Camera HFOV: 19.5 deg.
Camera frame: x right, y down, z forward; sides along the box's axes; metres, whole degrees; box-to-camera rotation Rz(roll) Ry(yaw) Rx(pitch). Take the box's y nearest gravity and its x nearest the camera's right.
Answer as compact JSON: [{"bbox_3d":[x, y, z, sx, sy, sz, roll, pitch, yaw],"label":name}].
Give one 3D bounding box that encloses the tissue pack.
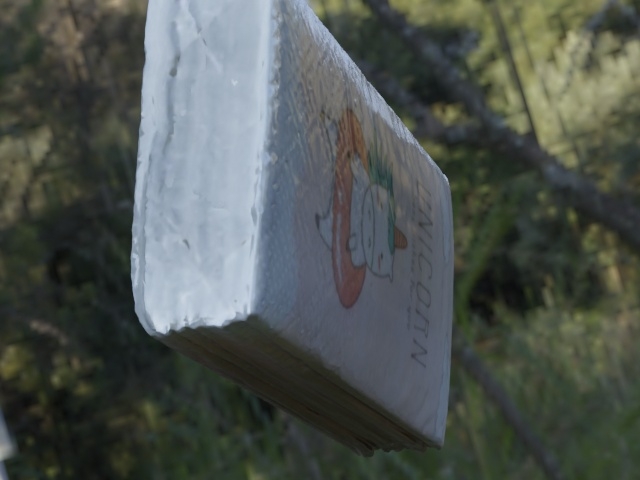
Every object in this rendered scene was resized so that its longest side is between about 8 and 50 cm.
[{"bbox_3d":[0.000,0.000,0.935,0.071,0.170,0.325,-4,-17,18],"label":"tissue pack"}]
